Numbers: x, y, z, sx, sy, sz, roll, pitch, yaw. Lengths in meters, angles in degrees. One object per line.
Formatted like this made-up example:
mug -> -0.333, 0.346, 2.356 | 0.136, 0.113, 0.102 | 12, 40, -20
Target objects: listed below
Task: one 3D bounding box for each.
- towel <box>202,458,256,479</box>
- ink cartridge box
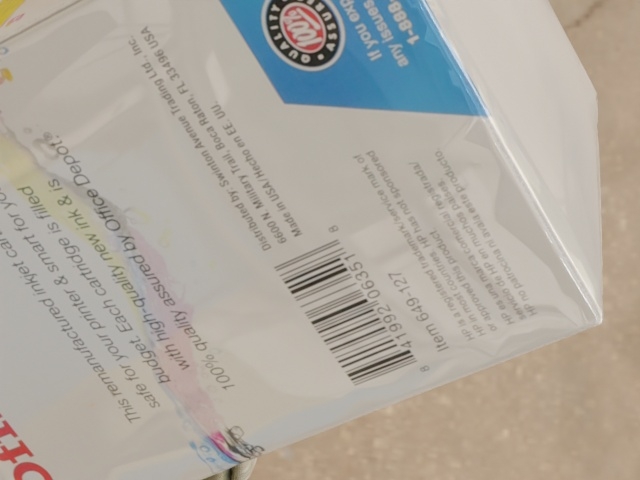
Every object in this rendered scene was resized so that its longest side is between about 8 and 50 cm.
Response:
towel -> 0.000, 0.000, 1.121 | 0.056, 0.324, 0.312 | 21, 48, -5
ink cartridge box -> -0.041, -0.037, 0.561 | 0.171, 0.233, 0.168 | 58, 23, -23
